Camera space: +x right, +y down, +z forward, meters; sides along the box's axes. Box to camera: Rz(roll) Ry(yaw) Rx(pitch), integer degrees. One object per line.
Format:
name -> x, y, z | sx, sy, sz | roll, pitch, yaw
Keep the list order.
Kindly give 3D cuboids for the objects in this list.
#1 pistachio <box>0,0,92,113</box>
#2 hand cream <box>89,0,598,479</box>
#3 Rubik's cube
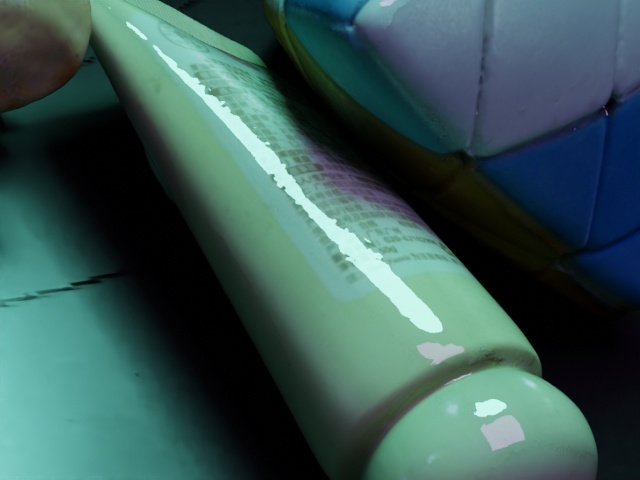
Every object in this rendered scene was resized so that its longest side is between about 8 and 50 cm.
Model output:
pistachio -> -0.196, -0.115, 0.711 | 0.215, 0.144, 0.144 | 20, 38, -29
hand cream -> 0.000, 0.000, 0.743 | 0.147, 0.093, 0.306 | 19, 32, -52
Rubik's cube -> 0.085, -0.127, 0.839 | 0.254, 0.254, 0.254 | 17, 40, -15
